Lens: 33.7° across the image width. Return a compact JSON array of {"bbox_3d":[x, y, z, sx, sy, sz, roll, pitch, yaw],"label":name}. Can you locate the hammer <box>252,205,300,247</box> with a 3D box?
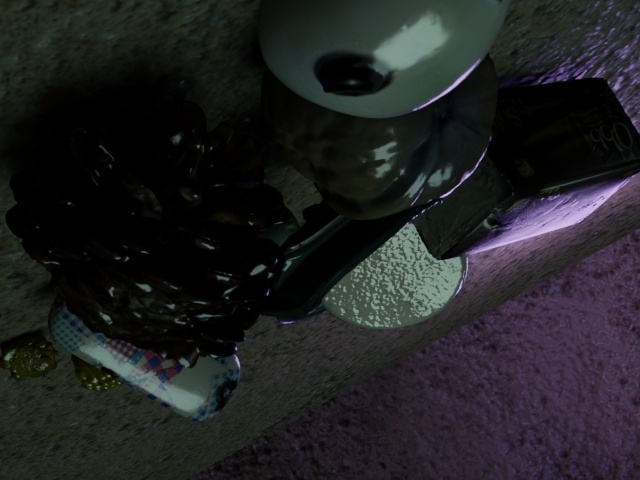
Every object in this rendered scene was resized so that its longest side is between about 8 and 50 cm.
[{"bbox_3d":[-0.131,-0.019,1.432,0.206,0.119,0.335,-27,157,-8],"label":"hammer"}]

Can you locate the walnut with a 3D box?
[{"bbox_3d":[0.061,-0.146,1.127,0.248,0.248,0.248,-25,163,-8],"label":"walnut"}]

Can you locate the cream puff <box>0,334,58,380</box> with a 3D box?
[{"bbox_3d":[-0.443,0.175,1.607,0.083,0.083,0.058,-41,-154,9],"label":"cream puff"}]

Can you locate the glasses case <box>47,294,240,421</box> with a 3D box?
[{"bbox_3d":[-0.248,0.155,1.535,0.327,0.076,0.125,38,77,-36],"label":"glasses case"}]

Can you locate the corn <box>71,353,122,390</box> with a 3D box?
[{"bbox_3d":[-0.228,0.122,1.656,0.363,0.120,0.120,-31,163,7],"label":"corn"}]

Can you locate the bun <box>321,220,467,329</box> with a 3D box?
[{"bbox_3d":[0.111,0.011,1.808,0.263,0.175,0.263,-3,129,-4],"label":"bun"}]

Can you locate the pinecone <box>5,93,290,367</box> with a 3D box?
[{"bbox_3d":[-0.170,-0.018,1.101,0.296,0.298,0.242,-43,-160,49],"label":"pinecone"}]

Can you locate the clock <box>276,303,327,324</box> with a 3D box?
[{"bbox_3d":[0.005,0.096,2.073,0.215,0.042,0.215,-25,164,-8],"label":"clock"}]

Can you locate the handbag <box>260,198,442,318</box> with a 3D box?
[{"bbox_3d":[0.001,0.002,1.316,0.247,0.079,0.260,-38,-172,-24],"label":"handbag"}]

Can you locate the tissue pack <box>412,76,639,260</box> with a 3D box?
[{"bbox_3d":[0.308,-0.121,1.625,0.370,0.198,0.210,-14,155,-39],"label":"tissue pack"}]

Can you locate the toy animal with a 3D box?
[{"bbox_3d":[0.029,-0.220,0.800,0.212,0.267,0.212,-30,167,-8],"label":"toy animal"}]
